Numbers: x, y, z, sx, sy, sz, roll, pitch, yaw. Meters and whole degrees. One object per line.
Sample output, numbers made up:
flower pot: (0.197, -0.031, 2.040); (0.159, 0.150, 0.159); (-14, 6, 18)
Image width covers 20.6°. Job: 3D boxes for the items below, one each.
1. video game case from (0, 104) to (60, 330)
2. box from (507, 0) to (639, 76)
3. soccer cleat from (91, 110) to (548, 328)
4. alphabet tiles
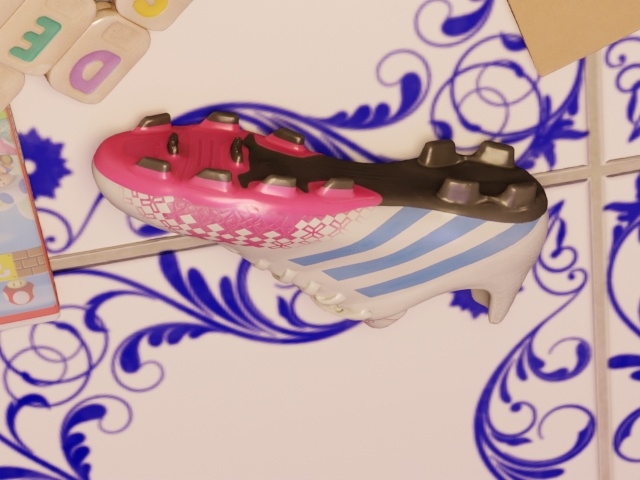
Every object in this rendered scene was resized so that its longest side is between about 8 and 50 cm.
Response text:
video game case: (-0.308, -0.048, 1.214); (0.204, 0.025, 0.285); (-11, 122, -3)
box: (0.212, -0.221, 1.201); (0.201, 0.021, 0.164); (-25, 122, 5)
soccer cleat: (0.000, 0.000, 1.242); (0.331, 0.116, 0.143); (5, 120, -13)
alphabet tiles: (-0.189, -0.178, 1.083); (0.278, 0.021, 0.284); (-44, 145, 15)
